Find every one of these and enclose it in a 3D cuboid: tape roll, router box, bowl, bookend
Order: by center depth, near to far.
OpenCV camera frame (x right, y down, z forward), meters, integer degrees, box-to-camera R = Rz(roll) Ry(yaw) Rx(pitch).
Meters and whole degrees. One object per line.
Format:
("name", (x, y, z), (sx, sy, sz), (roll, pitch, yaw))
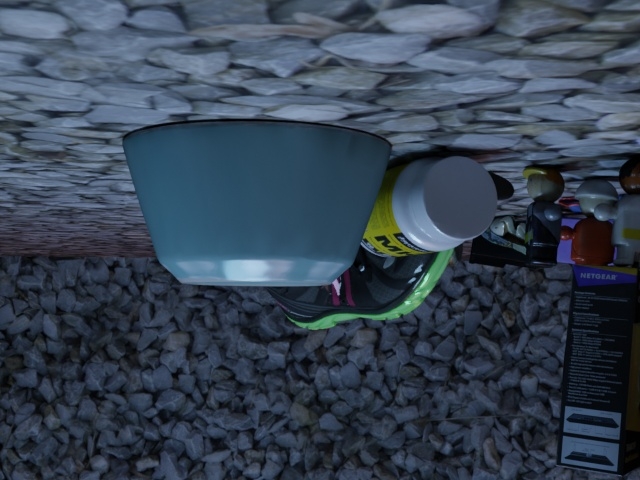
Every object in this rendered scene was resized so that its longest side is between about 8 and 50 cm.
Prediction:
("bowl", (-0.072, -0.029, 1.045), (0.312, 0.163, 0.311), (0, 176, 0))
("router box", (0.386, 0.170, 1.179), (0.081, 0.242, 0.309), (3, 173, 26))
("tape roll", (0.501, -0.005, 1.618), (0.189, 0.080, 0.189), (-1, -175, 0))
("bookend", (0.404, 0.017, 1.937), (0.157, 0.072, 0.156), (9, 172, 9))

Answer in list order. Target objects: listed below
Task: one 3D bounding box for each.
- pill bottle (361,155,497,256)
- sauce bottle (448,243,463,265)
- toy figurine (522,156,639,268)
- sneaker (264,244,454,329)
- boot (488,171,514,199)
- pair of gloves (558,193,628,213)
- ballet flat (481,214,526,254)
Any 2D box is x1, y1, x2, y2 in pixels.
("pill bottle", (0.126, -0.042, 1.133), (0.119, 0.119, 0.208), (2, 175, -20))
("sauce bottle", (0.095, -0.002, 1.716), (0.345, 0.111, 0.111), (-2, 175, 21))
("toy figurine", (0.382, -0.030, 1.167), (0.210, 0.148, 0.213), (12, 171, -41))
("sneaker", (0.046, 0.027, 1.526), (0.202, 0.185, 0.483), (38, 141, -24))
("boot", (0.213, -0.071, 1.265), (0.107, 0.037, 0.114), (13, 174, 7))
("pair of gloves", (0.500, -0.058, 1.488), (0.198, 0.023, 0.159), (-2, 175, 39))
("ballet flat", (0.385, -0.016, 1.760), (0.070, 0.070, 0.188), (5, -165, -45))
